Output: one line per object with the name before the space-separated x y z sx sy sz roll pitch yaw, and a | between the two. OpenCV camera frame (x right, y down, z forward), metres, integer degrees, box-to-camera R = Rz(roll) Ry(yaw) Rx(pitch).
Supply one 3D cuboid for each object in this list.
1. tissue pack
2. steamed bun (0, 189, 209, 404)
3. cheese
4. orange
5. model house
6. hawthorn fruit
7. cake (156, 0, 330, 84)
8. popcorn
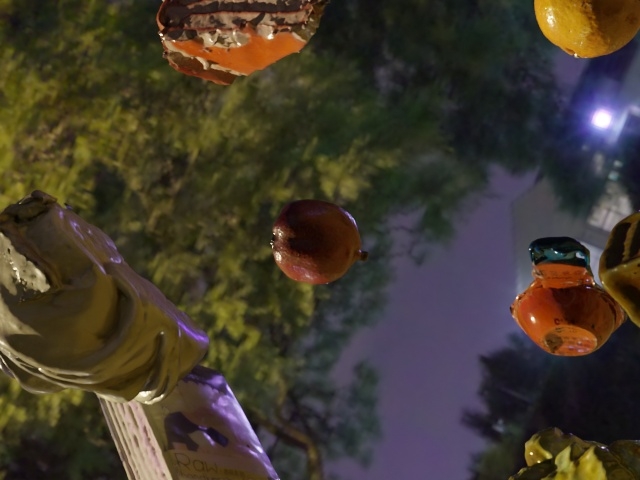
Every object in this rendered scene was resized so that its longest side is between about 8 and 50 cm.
tissue pack | -0.214 0.345 1.846 0.242 0.343 0.125 21 -67 -39
steamed bun | -0.367 0.115 1.633 0.237 0.346 0.394 -46 -59 -4
cheese | 0.456 0.110 2.066 0.329 0.217 0.129 67 -153 -48
orange | 0.535 -0.468 2.217 0.193 0.219 0.219 -54 -12 19
model house | 0.492 0.024 1.433 0.268 0.239 0.173 -56 -30 -44
hawthorn fruit | 0.000 0.000 2.102 0.169 0.188 0.169 -174 90 -85
cake | -0.094 -0.271 1.348 0.135 0.287 0.098 25 -118 -35
popcorn | 0.396 0.384 1.542 0.225 0.276 0.276 -13 -53 -44
